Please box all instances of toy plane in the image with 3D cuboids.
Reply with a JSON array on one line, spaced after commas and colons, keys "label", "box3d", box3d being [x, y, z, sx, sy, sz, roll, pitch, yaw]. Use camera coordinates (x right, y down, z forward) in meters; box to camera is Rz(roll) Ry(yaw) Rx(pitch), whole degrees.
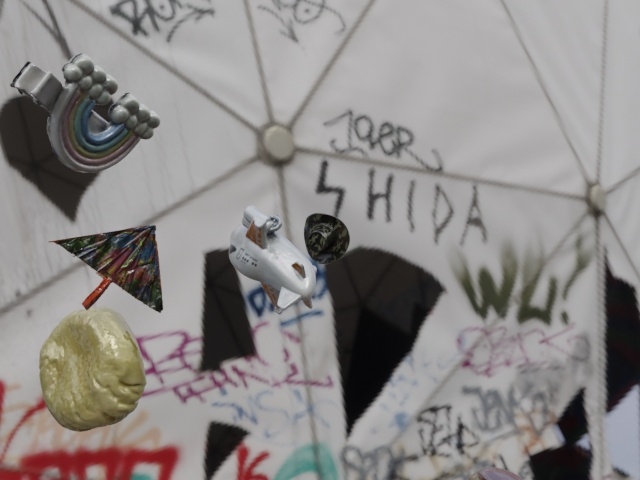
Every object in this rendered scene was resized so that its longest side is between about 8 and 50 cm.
[{"label": "toy plane", "box3d": [-0.097, 0.046, 1.992, 0.117, 0.244, 0.244, -35, -16, -23]}]

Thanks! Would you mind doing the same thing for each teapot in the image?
[{"label": "teapot", "box3d": [0.280, 0.410, 1.635, 0.098, 0.078, 0.129, -1, 14, -35]}]

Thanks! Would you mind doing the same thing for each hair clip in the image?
[{"label": "hair clip", "box3d": [-0.327, -0.171, 1.432, 0.140, 0.054, 0.220, -59, -40, -9]}]

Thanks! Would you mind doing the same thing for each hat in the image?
[{"label": "hat", "box3d": [0.000, 0.000, 2.130, 0.121, 0.121, 0.050, -41, -5, 38]}]

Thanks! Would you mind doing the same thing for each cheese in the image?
[{"label": "cheese", "box3d": [-0.418, 0.232, 1.892, 0.214, 0.225, 0.117, -22, -17, 36]}]

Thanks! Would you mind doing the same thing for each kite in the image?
[{"label": "kite", "box3d": [-0.353, 0.041, 1.789, 0.189, 0.232, 0.009, -52, 18, -3]}]
